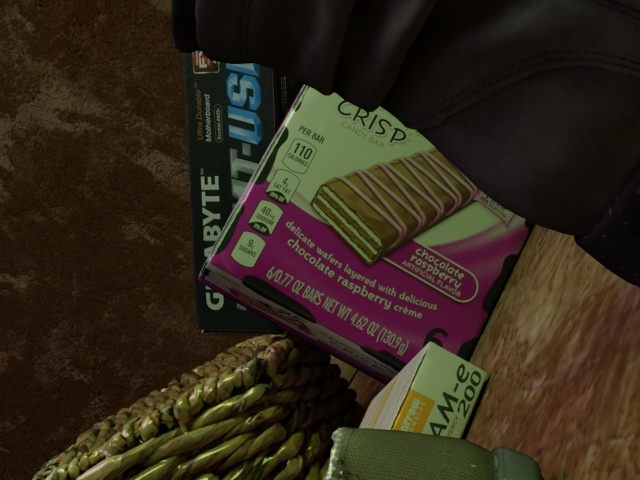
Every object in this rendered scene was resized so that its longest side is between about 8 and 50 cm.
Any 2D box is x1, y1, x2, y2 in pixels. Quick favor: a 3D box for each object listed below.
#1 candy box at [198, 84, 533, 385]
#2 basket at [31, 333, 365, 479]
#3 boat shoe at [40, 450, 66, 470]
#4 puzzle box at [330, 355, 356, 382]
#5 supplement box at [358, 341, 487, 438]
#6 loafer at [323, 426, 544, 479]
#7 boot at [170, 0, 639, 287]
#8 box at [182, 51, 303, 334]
[{"bbox_3d":[0.052,-0.043,0.743,0.233,0.159,0.071,-63,5,-15],"label":"candy box"},{"bbox_3d":[-0.047,0.198,0.888,0.213,0.223,0.299,-29,-1,-5],"label":"basket"},{"bbox_3d":[-0.179,0.231,1.293,0.092,0.285,0.103,58,-147,-47],"label":"boat shoe"},{"bbox_3d":[0.046,0.033,1.338,0.272,0.052,0.409,-61,2,23],"label":"puzzle box"},{"bbox_3d":[0.045,0.102,0.652,0.062,0.036,0.098,-62,2,-29],"label":"supplement box"},{"bbox_3d":[-0.009,0.162,0.480,0.251,0.087,0.094,-60,2,24],"label":"loafer"},{"bbox_3d":[0.088,-0.147,0.354,0.338,0.222,0.118,-60,2,32],"label":"boot"},{"bbox_3d":[-0.011,-0.102,0.911,0.293,0.073,0.296,-28,-64,-70],"label":"box"}]
